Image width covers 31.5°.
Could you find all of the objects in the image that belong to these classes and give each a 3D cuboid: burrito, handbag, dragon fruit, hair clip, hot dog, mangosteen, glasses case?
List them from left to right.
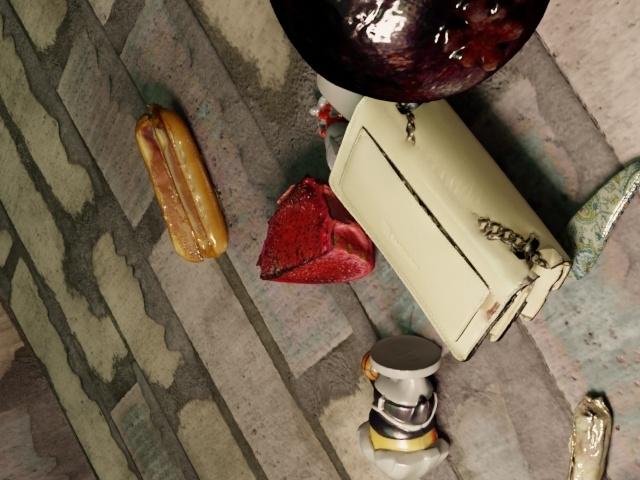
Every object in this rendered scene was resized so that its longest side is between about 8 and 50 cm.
[{"bbox_3d":[-0.273,-0.121,2.272,0.135,0.100,0.337,-15,97,48],"label":"hot dog"},{"bbox_3d":[0.000,0.000,1.919,0.189,0.163,0.262,40,148,-19],"label":"dragon fruit"},{"bbox_3d":[0.051,-0.227,1.801,0.164,0.041,0.063,45,139,32],"label":"glasses case"},{"bbox_3d":[0.091,-0.379,1.383,0.435,0.382,0.382,59,147,34],"label":"mangosteen"},{"bbox_3d":[0.183,-0.041,1.607,0.358,0.160,0.236,54,158,19],"label":"handbag"},{"bbox_3d":[0.383,0.301,1.628,0.058,0.045,0.188,13,119,22],"label":"burrito"},{"bbox_3d":[0.360,-0.022,1.484,0.066,0.036,0.229,56,145,25],"label":"hair clip"}]

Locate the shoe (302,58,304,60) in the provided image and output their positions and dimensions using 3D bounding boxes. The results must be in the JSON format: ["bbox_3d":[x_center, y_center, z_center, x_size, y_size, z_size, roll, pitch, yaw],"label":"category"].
[{"bbox_3d":[0.055,-0.338,1.688,0.275,0.103,0.098,-16,94,51],"label":"shoe"}]

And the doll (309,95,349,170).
[{"bbox_3d":[0.034,-0.166,1.839,0.094,0.079,0.180,-45,54,29],"label":"doll"}]

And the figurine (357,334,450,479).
[{"bbox_3d":[0.131,0.283,1.897,0.176,0.133,0.236,33,132,53],"label":"figurine"}]
